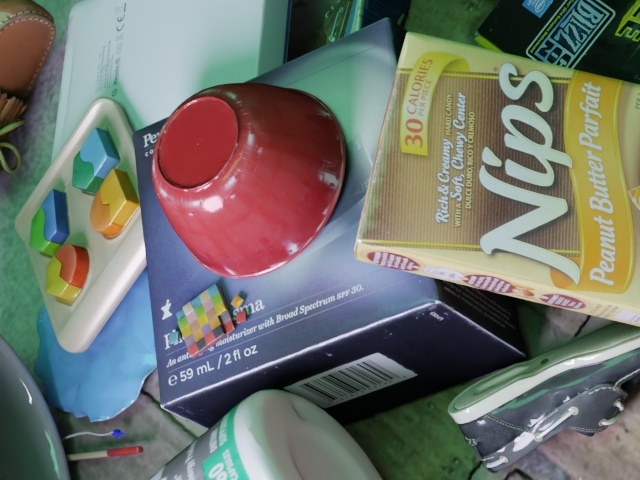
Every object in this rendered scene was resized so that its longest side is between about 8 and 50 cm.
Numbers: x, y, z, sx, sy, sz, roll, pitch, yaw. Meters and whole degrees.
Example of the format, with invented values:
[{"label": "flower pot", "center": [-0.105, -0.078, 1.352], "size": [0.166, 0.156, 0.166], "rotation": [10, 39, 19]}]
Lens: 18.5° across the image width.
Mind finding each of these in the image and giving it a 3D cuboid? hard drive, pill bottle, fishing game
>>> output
[{"label": "hard drive", "center": [-0.155, -0.189, 2.032], "size": [0.319, 0.040, 0.210], "rotation": [-15, 63, 43]}, {"label": "pill bottle", "center": [-0.117, 0.311, 1.739], "size": [0.361, 0.204, 0.204], "rotation": [-41, 54, 19]}, {"label": "fishing game", "center": [-0.222, 0.098, 2.008], "size": [0.189, 0.041, 0.264], "rotation": [-12, 71, 38]}]

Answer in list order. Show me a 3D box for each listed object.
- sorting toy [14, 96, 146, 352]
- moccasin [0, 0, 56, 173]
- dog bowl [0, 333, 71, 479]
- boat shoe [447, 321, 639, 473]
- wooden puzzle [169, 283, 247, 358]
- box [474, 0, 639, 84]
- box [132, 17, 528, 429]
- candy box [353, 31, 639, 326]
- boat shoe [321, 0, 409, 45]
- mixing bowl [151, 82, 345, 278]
[{"label": "sorting toy", "center": [-0.239, -0.020, 1.990], "size": [0.193, 0.038, 0.208], "rotation": [-53, 42, 21]}, {"label": "moccasin", "center": [-0.404, -0.094, 2.139], "size": [0.147, 0.139, 0.380], "rotation": [41, 96, 36]}, {"label": "dog bowl", "center": [-0.360, 0.207, 1.863], "size": [0.102, 0.349, 0.348], "rotation": [-25, 59, 19]}, {"label": "boat shoe", "center": [0.229, 0.125, 1.688], "size": [0.233, 0.084, 0.079], "rotation": [-27, 97, 15]}, {"label": "wooden puzzle", "center": [-0.101, 0.070, 1.731], "size": [0.083, 0.006, 0.049], "rotation": [-36, 56, 19]}, {"label": "box", "center": [0.329, -0.234, 1.752], "size": [0.322, 0.079, 0.257], "rotation": [-52, 51, 6]}, {"label": "box", "center": [0.000, 0.000, 1.810], "size": [0.296, 0.183, 0.294], "rotation": [-23, 59, 24]}, {"label": "candy box", "center": [0.200, -0.041, 1.605], "size": [0.317, 0.087, 0.182], "rotation": [13, 79, 0]}, {"label": "boat shoe", "center": [0.035, -0.213, 1.944], "size": [0.066, 0.066, 0.183], "rotation": [-1, 65, 45]}, {"label": "mixing bowl", "center": [-0.080, -0.067, 1.713], "size": [0.181, 0.098, 0.181], "rotation": [-15, 63, 30]}]
